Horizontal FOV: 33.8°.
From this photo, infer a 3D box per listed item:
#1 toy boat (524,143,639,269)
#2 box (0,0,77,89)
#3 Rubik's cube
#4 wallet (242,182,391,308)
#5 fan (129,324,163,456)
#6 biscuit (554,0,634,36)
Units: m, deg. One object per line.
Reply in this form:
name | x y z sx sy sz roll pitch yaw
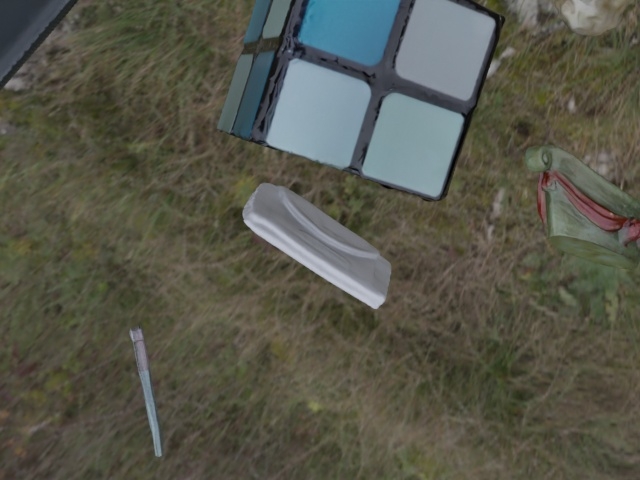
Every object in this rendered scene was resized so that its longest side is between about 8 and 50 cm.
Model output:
toy boat | 0.237 -0.022 0.893 0.185 0.071 0.089 20 168 -33
box | -0.242 -0.145 0.620 0.201 0.144 0.090 -43 61 12
Rubik's cube | 0.028 -0.142 0.913 0.180 0.183 0.167 17 92 -15
wallet | 0.000 0.000 1.169 0.183 0.124 0.032 35 113 -6
fan | -0.269 0.240 1.653 0.023 0.057 0.282 -3 133 -1
biscuit | 0.170 -0.190 0.456 0.055 0.061 0.219 32 116 -3
